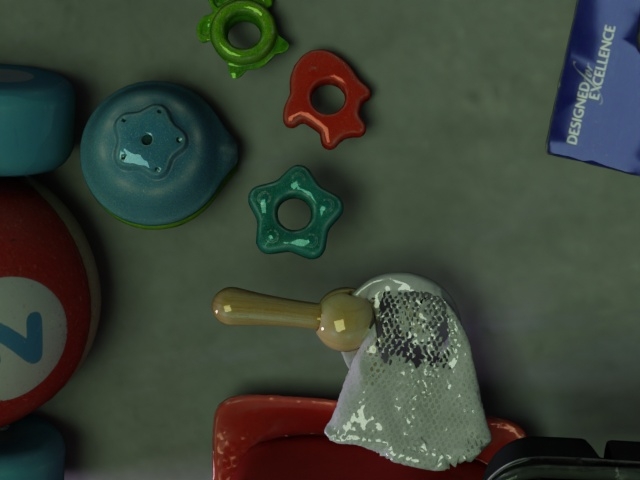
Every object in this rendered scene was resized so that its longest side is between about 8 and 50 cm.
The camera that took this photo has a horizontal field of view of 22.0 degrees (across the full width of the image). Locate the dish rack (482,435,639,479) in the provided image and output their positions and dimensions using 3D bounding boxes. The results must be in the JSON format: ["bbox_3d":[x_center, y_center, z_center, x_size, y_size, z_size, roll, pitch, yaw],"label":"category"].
[{"bbox_3d":[0.156,0.209,0.685,0.208,0.074,0.271,4,106,1],"label":"dish rack"}]

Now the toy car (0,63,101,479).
[{"bbox_3d":[-0.236,0.040,0.733,0.210,0.238,0.219,10,108,19],"label":"toy car"}]

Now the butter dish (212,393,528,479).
[{"bbox_3d":[0.009,0.161,0.735,0.160,0.118,0.159,4,106,20],"label":"butter dish"}]

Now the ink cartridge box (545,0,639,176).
[{"bbox_3d":[0.271,-0.064,0.607,0.371,0.069,0.175,17,109,19],"label":"ink cartridge box"}]

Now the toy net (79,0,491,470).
[{"bbox_3d":[0.000,0.000,0.736,0.122,0.045,0.232,-43,84,-6],"label":"toy net"}]
